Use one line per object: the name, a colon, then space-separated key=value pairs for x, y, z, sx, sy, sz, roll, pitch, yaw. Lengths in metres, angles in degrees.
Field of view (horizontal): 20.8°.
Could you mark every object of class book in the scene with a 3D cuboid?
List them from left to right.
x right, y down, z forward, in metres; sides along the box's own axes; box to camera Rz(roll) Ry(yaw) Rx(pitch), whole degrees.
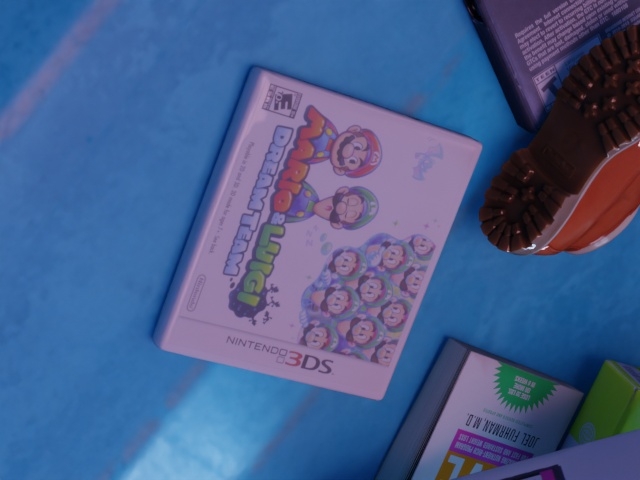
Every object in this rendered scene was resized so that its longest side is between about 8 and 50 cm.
book: x=0.084 y=0.137 z=1.021 sx=0.096 sy=0.035 sz=0.144 roll=22 pitch=96 yaw=-33

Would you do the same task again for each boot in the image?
boot: x=0.162 y=-0.053 z=0.957 sx=0.084 sy=0.059 sz=0.158 roll=14 pitch=124 yaw=-48

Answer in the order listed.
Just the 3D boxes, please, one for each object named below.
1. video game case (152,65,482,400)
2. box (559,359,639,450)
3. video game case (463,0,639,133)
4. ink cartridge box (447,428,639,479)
video game case: x=0.000 y=0.000 z=0.938 sx=0.143 sy=0.019 sz=0.157 roll=16 pitch=100 yaw=-29
box: x=0.184 y=0.166 z=1.060 sx=0.109 sy=0.042 sz=0.178 roll=16 pitch=108 yaw=-28
video game case: x=0.138 y=-0.220 z=0.922 sx=0.196 sy=0.026 sz=0.274 roll=-33 pitch=118 yaw=-11
ink cartridge box: x=0.101 y=0.214 z=0.967 sx=0.371 sy=0.069 sz=0.175 roll=-17 pitch=115 yaw=2
